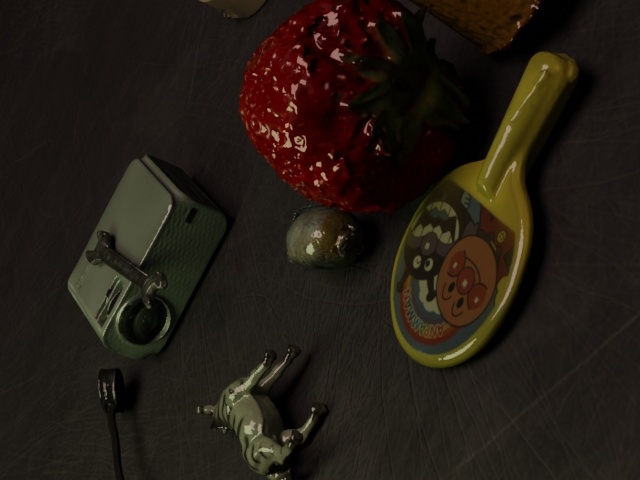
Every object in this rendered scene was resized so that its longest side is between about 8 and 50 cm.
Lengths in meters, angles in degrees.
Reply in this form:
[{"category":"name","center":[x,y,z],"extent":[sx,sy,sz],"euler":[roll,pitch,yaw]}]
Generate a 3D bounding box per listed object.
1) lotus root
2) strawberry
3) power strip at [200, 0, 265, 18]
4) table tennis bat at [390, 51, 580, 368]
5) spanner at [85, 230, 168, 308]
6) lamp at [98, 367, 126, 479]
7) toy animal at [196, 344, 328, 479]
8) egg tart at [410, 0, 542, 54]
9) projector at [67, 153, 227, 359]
[{"category":"lotus root","center":[-0.001,-0.003,1.815],"extent":[0.165,0.088,0.088],"euler":[-5,66,67]},{"category":"strawberry","center":[0.021,-0.149,1.696],"extent":[0.277,0.257,0.257],"euler":[-12,61,55]},{"category":"power strip","center":[-0.127,-0.419,2.273],"extent":[0.154,0.078,0.154],"euler":[-34,45,41]},{"category":"table tennis bat","center":[0.177,-0.033,1.584],"extent":[0.369,0.054,0.224],"euler":[-64,30,13]},{"category":"spanner","center":[-0.272,0.038,2.058],"extent":[0.254,0.015,0.054],"euler":[28,93,57]},{"category":"lamp","center":[-0.247,0.307,2.023],"extent":[0.108,0.130,0.371],"euler":[-13,28,2]},{"category":"toy animal","center":[-0.077,0.220,1.797],"extent":[0.176,0.073,0.217],"euler":[-56,37,28]},{"category":"egg tart","center":[0.174,-0.325,1.660],"extent":[0.215,0.171,0.215],"euler":[-164,90,-74]},{"category":"projector","center":[-0.252,0.024,2.155],"extent":[0.250,0.108,0.198],"euler":[-61,31,8]}]
